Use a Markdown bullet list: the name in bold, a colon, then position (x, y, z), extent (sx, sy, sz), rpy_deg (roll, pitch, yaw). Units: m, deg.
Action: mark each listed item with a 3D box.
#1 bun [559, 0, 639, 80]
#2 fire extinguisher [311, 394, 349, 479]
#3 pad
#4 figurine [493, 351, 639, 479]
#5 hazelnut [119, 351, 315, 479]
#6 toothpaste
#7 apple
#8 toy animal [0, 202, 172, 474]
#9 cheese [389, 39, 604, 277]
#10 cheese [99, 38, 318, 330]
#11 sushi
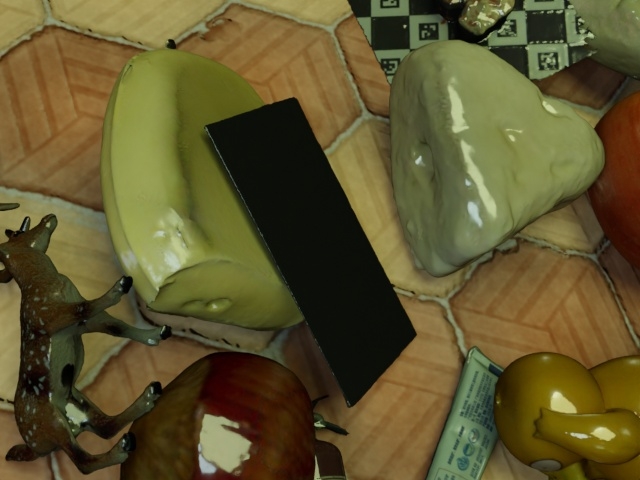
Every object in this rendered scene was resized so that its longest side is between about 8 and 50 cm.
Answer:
- **bun**: position (0.474, -0.355, 1.284), extent (0.361, 0.213, 0.361), rpy_deg (2, 49, -3)
- **fire extinguisher**: position (0.004, 0.259, 0.928), extent (0.099, 0.071, 0.231), rpy_deg (16, 54, -43)
- **pad**: position (0.000, 0.000, 0.980), extent (0.299, 0.005, 0.202), rpy_deg (62, 29, -4)
- **figurine**: position (0.299, 0.190, 0.985), extent (0.228, 0.215, 0.215), rpy_deg (-20, 71, -5)
- **hazelnut**: position (-0.095, 0.204, 0.857), extent (0.170, 0.201, 0.160), rpy_deg (39, 27, 30)
- **toothpaste**: position (0.143, 0.233, 0.996), extent (0.069, 0.047, 0.268), rpy_deg (20, 55, 14)
- **apple**: position (0.444, -0.087, 1.151), extent (0.242, 0.242, 0.241), rpy_deg (-7, 60, -22)
- **toy animal**: position (-0.251, 0.079, 0.859), extent (0.087, 0.260, 0.243), rpy_deg (23, 72, -54)
- **cheese**: position (0.188, -0.114, 1.114), extent (0.251, 0.173, 0.248), rpy_deg (-21, 81, -26)
- **cheese**: position (-0.113, -0.065, 0.971), extent (0.259, 0.128, 0.316), rpy_deg (30, 36, -52)
- **sushi**: position (0.178, -0.309, 1.225), extent (0.264, 0.050, 0.290), rpy_deg (-25, 72, -3)
